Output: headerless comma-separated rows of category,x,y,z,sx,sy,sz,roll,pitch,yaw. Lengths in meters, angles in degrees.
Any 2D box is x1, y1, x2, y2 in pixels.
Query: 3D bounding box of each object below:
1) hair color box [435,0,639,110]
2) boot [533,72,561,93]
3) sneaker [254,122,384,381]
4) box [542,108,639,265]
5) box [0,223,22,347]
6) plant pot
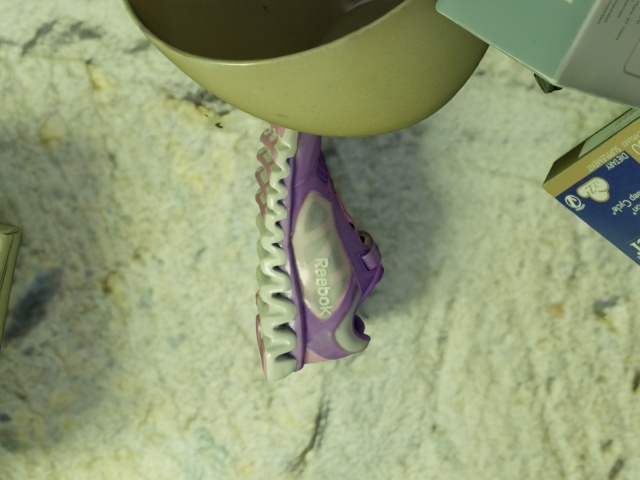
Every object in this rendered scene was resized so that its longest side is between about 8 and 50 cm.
hair color box,0.261,-0.182,1.036,0.113,0.374,0.185,39,110,36
boot,0.245,-0.281,1.130,0.222,0.118,0.338,-8,114,-6
sneaker,0.000,0.000,1.234,0.104,0.095,0.237,-2,112,-5
box,0.303,-0.012,1.209,0.225,0.036,0.136,36,146,-10
box,-0.324,0.116,1.236,0.113,0.094,0.275,9,93,-3
plant pot,0.022,-0.184,1.102,0.284,0.284,0.191,-26,141,9
